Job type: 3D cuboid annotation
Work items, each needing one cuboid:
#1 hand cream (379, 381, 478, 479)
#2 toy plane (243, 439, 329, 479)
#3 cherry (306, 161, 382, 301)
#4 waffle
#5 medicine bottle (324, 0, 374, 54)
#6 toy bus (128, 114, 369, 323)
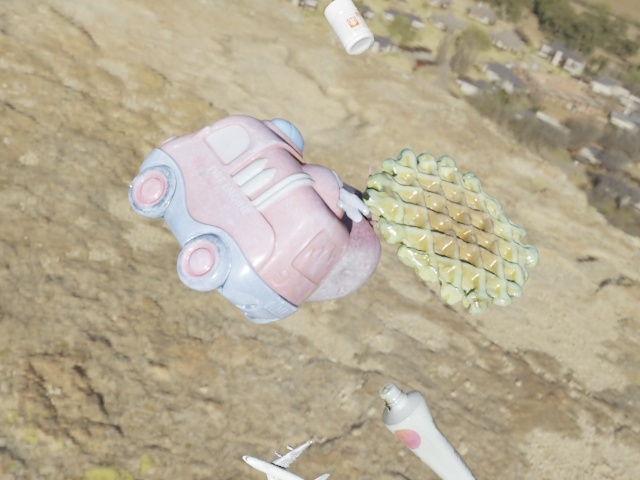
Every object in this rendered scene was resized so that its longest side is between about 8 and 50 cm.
[{"bbox_3d":[0.202,0.361,1.281,0.340,0.078,0.124,53,-5,-16],"label":"hand cream"},{"bbox_3d":[-0.034,0.219,0.730,0.085,0.024,0.077,24,74,0],"label":"toy plane"},{"bbox_3d":[0.000,0.000,1.284,0.183,0.266,0.213,47,19,-27],"label":"cherry"},{"bbox_3d":[0.215,-0.022,1.274,0.309,0.056,0.292,45,40,9],"label":"waffle"},{"bbox_3d":[0.052,-0.384,1.401,0.057,0.057,0.089,-16,71,-45],"label":"medicine bottle"},{"bbox_3d":[-0.090,-0.044,1.055,0.294,0.232,0.197,51,5,30],"label":"toy bus"}]
